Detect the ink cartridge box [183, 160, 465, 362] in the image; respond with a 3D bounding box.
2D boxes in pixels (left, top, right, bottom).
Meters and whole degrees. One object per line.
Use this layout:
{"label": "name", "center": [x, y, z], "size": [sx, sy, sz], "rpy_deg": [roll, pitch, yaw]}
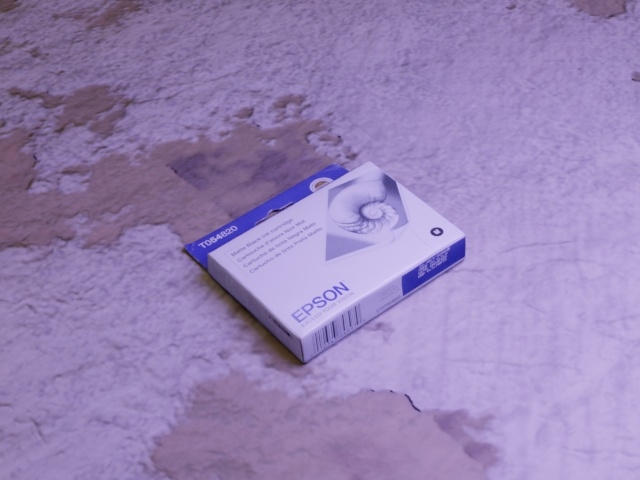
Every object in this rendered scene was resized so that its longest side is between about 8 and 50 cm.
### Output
{"label": "ink cartridge box", "center": [0.000, 0.000, 1.145], "size": [0.223, 0.045, 0.224], "rpy_deg": [-32, 48, -24]}
